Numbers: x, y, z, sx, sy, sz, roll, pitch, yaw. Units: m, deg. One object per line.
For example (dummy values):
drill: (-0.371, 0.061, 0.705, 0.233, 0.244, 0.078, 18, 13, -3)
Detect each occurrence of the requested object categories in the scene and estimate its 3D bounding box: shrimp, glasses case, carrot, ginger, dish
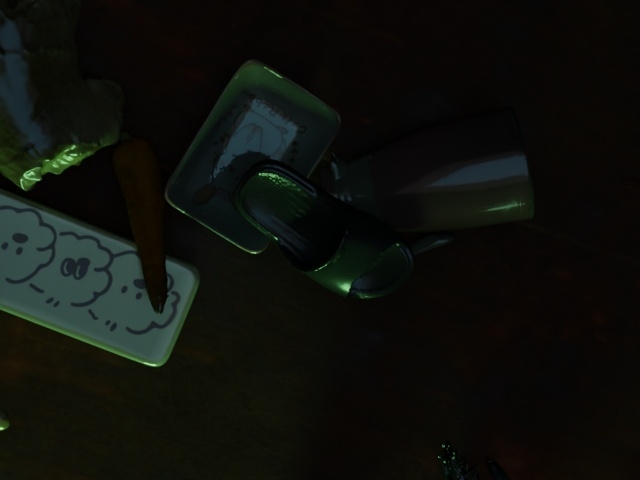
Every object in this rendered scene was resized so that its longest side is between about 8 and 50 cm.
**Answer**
shrimp: (0.211, 0.327, 1.971, 0.091, 0.034, 0.161, -32, 106, -17)
glasses case: (-0.326, 0.036, 1.829, 0.336, 0.076, 0.144, 21, 92, -11)
carrot: (-0.211, -0.025, 1.802, 0.061, 0.061, 0.257, -13, 65, -8)
ginger: (-0.341, -0.197, 1.784, 0.221, 0.130, 0.276, 8, 92, -21)
dish: (-0.088, -0.108, 1.855, 0.151, 0.077, 0.212, 32, 90, -12)

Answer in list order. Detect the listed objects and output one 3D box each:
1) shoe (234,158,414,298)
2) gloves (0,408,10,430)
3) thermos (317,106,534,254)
shoe: (0.000, 0.000, 1.786, 0.241, 0.093, 0.108, 34, 109, -9)
gloves: (-0.549, 0.241, 1.772, 0.356, 0.155, 0.203, -9, 90, 7)
thermos: (0.131, -0.062, 1.874, 0.265, 0.146, 0.176, -13, 121, 2)
